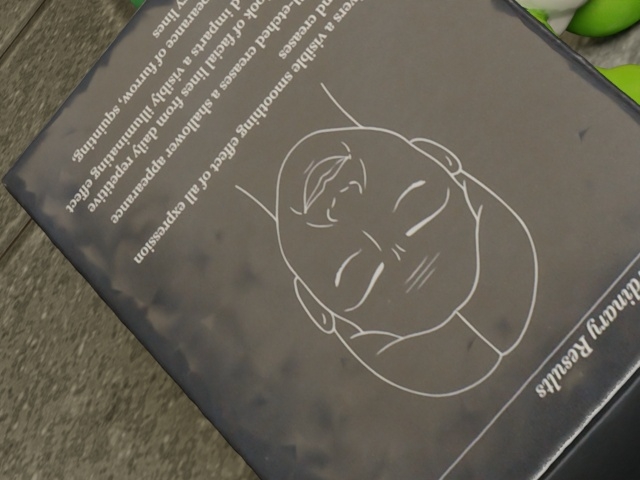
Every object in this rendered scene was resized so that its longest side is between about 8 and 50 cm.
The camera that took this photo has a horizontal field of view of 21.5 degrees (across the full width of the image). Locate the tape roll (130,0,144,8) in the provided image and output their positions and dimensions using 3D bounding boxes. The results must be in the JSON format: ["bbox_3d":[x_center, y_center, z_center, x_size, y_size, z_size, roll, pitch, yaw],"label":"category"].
[{"bbox_3d":[-0.086,-0.337,1.645,0.077,0.321,0.321,-21,43,45],"label":"tape roll"}]

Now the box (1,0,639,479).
[{"bbox_3d":[0.056,-0.004,1.027,0.293,0.212,0.395,-49,62,9],"label":"box"}]

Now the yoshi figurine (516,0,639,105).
[{"bbox_3d":[0.168,-0.128,1.263,0.203,0.203,0.362,36,-109,-80],"label":"yoshi figurine"}]
